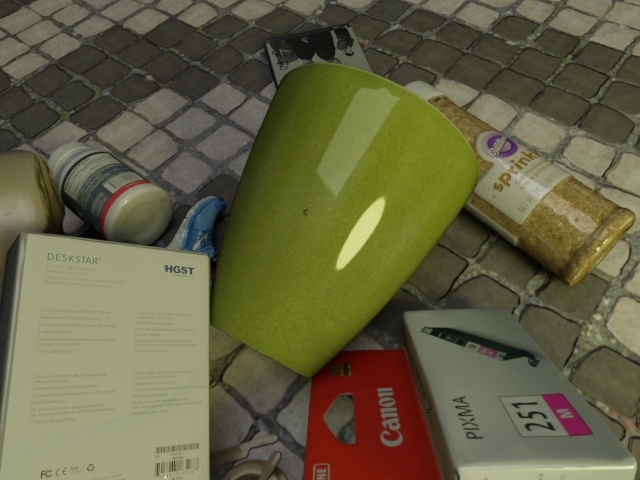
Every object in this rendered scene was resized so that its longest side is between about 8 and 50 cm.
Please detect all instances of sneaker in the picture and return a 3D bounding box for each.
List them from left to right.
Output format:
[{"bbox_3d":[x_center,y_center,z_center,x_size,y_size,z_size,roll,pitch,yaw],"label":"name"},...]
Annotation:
[{"bbox_3d":[-0.171,0.010,0.692,0.073,0.063,0.162,24,63,-1],"label":"sneaker"}]

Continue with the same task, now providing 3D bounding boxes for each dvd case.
[{"bbox_3d":[0.000,-0.318,0.913,0.179,0.029,0.238,-12,56,-5],"label":"dvd case"}]

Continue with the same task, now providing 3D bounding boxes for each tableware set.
[{"bbox_3d":[-0.124,0.286,0.499,0.194,0.039,0.128,-15,56,-7],"label":"tableware set"}]

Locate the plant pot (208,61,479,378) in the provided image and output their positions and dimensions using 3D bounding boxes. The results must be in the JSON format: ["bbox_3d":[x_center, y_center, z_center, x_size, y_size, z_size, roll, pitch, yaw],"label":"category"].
[{"bbox_3d":[0.000,0.000,0.578,0.275,0.275,0.293,23,75,19],"label":"plant pot"}]

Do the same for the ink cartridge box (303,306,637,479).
[{"bbox_3d":[0.105,0.147,0.474,0.239,0.060,0.275,-2,15,2],"label":"ink cartridge box"}]

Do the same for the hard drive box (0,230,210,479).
[{"bbox_3d":[-0.205,0.122,0.468,0.181,0.089,0.232,10,69,-38],"label":"hard drive box"}]

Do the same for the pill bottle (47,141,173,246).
[{"bbox_3d":[-0.316,-0.071,0.718,0.180,0.108,0.108,33,64,24],"label":"pill bottle"}]

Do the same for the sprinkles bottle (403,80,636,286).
[{"bbox_3d":[0.240,-0.091,0.685,0.121,0.121,0.355,-36,61,-19],"label":"sprinkles bottle"}]

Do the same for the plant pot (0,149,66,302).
[{"bbox_3d":[-0.453,0.034,0.553,0.305,0.334,0.334,-16,55,-20],"label":"plant pot"}]
